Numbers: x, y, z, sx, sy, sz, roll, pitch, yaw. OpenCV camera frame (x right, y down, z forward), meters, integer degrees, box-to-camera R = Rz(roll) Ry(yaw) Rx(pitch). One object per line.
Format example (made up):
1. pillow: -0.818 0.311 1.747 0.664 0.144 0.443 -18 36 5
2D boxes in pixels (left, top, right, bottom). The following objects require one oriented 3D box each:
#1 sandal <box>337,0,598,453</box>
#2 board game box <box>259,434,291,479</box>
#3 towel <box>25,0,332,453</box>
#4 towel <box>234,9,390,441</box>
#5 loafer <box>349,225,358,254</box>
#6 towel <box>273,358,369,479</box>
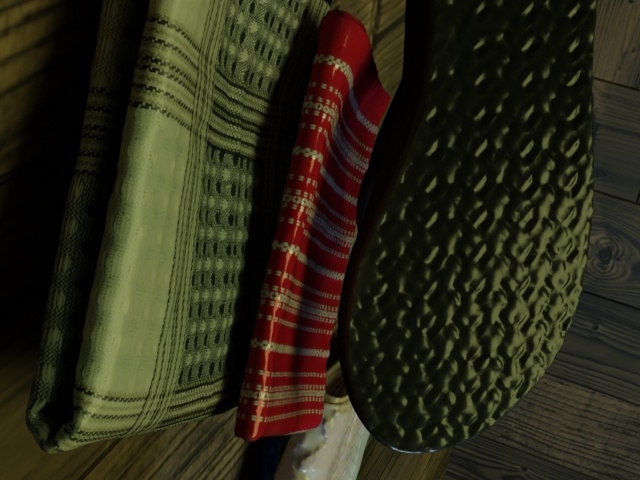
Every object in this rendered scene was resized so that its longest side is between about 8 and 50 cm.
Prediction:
1. sandal: 0.108 -0.074 0.765 0.107 0.168 0.445 -169 -91 -74
2. board game box: -0.036 0.214 1.132 0.090 0.020 0.090 -49 153 -53
3. towel: -0.050 -0.052 0.631 0.312 0.056 0.324 15 84 -74
4. towel: 0.000 0.000 0.746 0.199 0.031 0.274 46 55 -77
5. loafer: 0.038 -0.031 1.089 0.045 0.039 0.125 58 40 -27
6. towel: -0.009 0.276 1.174 0.317 0.053 0.331 -24 134 -73
